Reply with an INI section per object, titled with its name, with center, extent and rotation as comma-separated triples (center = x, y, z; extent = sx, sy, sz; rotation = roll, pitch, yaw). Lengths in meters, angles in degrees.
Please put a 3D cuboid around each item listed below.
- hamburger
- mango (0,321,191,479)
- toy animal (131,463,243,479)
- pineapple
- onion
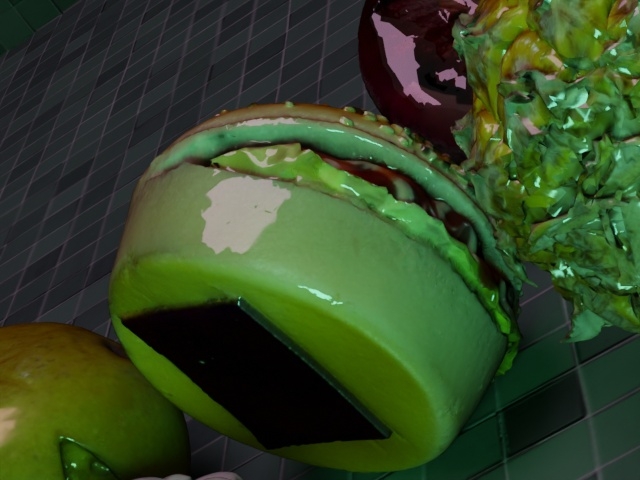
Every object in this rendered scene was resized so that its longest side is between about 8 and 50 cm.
[hamburger]
center = 0.002, 0.030, 1.254
extent = 0.300, 0.300, 0.176
rotation = -15, 43, 46
[mango]
center = -0.279, 0.191, 1.421
extent = 0.365, 0.182, 0.253
rotation = -20, 30, 1
[toy animal]
center = -0.094, 0.236, 1.183
extent = 0.178, 0.127, 0.193
rotation = -44, 23, -9
[pineapple]
center = 0.243, -0.100, 1.089
extent = 0.352, 0.352, 0.300
rotation = -21, 36, 37
[onion]
center = 0.162, -0.129, 1.490
extent = 0.272, 0.195, 0.272
rotation = 1, 47, -1
